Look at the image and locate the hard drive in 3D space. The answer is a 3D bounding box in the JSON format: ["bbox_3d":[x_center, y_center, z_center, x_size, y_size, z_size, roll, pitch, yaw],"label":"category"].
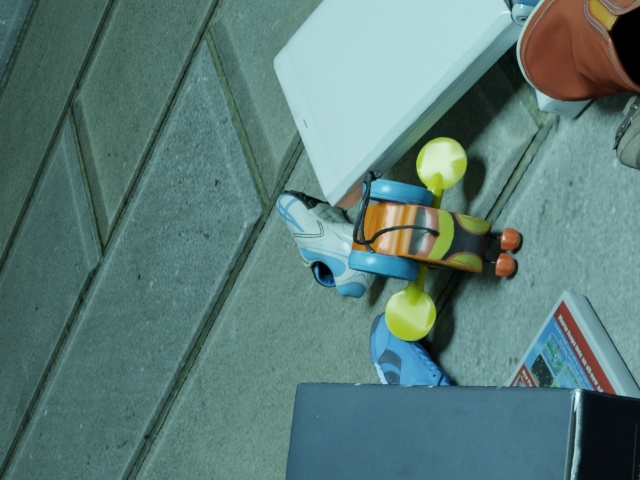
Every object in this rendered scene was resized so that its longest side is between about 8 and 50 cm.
[{"bbox_3d":[0.076,-0.204,1.765,0.307,0.040,0.203,-46,53,38],"label":"hard drive"}]

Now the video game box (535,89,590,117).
[{"bbox_3d":[0.255,-0.249,1.603,0.187,0.048,0.205,129,144,-48],"label":"video game box"}]

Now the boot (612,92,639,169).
[{"bbox_3d":[0.292,-0.113,1.478,0.118,0.042,0.087,-55,20,18],"label":"boot"}]

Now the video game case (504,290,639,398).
[{"bbox_3d":[0.194,0.216,1.538,0.285,0.025,0.204,-63,29,28],"label":"video game case"}]

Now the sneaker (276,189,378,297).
[{"bbox_3d":[0.000,0.000,1.970,0.086,0.085,0.237,-68,25,8],"label":"sneaker"}]

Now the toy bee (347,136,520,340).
[{"bbox_3d":[0.109,0.010,1.704,0.298,0.162,0.195,-75,-2,-71],"label":"toy bee"}]

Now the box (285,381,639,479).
[{"bbox_3d":[0.187,0.204,1.197,0.343,0.312,0.179,-7,75,59],"label":"box"}]

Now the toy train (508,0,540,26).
[{"bbox_3d":[0.197,-0.280,1.602,0.105,0.080,0.184,119,150,-50],"label":"toy train"}]

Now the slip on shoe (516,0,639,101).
[{"bbox_3d":[0.260,-0.169,1.416,0.101,0.123,0.331,-51,18,-23],"label":"slip on shoe"}]

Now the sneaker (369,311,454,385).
[{"bbox_3d":[0.104,0.145,1.723,0.082,0.069,0.209,-38,40,27],"label":"sneaker"}]
